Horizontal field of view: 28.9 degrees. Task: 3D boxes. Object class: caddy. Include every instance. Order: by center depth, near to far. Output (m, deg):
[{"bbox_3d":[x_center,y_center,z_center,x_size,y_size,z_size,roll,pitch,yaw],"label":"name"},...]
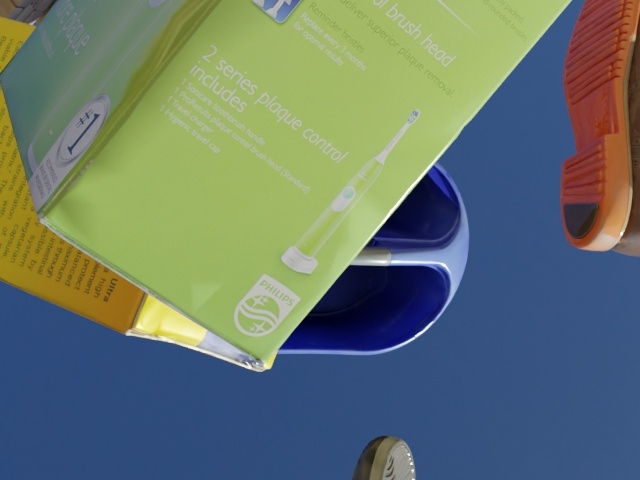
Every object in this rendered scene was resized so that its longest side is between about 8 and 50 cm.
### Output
[{"bbox_3d":[0.000,0.000,1.376,0.341,0.241,0.179,3,-169,-26],"label":"caddy"}]

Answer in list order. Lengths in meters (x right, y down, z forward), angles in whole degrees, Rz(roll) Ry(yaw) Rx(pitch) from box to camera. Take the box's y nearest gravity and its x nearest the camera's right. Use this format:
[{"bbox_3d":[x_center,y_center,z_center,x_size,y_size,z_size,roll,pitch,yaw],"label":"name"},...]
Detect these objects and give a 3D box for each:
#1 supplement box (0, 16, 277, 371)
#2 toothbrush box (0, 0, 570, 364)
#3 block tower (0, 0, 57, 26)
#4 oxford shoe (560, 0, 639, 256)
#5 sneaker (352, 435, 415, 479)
[{"bbox_3d":[-0.194,-0.051,1.009,0.357,0.194,0.195,19,-94,30],"label":"supplement box"},{"bbox_3d":[-0.005,-0.121,0.552,0.283,0.122,0.206,-49,-151,7],"label":"toothbrush box"},{"bbox_3d":[-0.277,-0.311,1.517,0.097,0.091,0.335,54,-156,11],"label":"block tower"},{"bbox_3d":[0.351,-0.157,1.370,0.133,0.130,0.363,11,-100,-15],"label":"oxford shoe"},{"bbox_3d":[0.006,0.256,1.097,0.118,0.222,0.083,22,-155,26],"label":"sneaker"}]
